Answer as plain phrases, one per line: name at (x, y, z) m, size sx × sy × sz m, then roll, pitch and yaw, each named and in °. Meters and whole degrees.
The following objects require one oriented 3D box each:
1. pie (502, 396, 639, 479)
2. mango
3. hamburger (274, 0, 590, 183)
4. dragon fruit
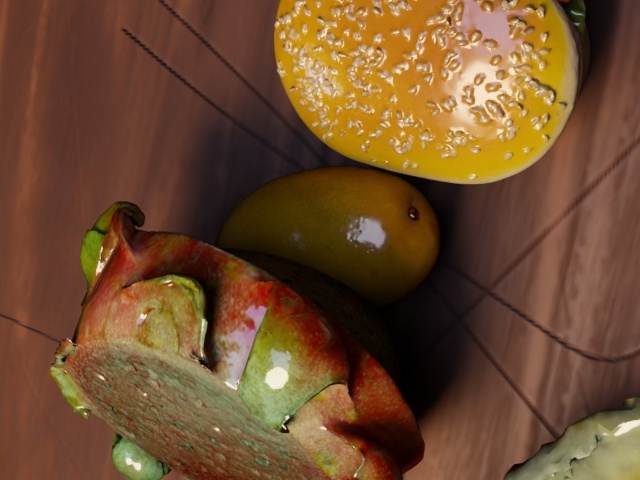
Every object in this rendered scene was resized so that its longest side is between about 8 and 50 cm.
pie at (0.260, 0.272, 0.760) m, size 0.418 × 0.180 × 0.395 m, roll -21°, pitch 81°, yaw 30°
mango at (0.000, 0.000, 0.920) m, size 0.184 × 0.085 × 0.102 m, roll -7°, pitch 112°, yaw 42°
hamburger at (0.068, -0.126, 0.853) m, size 0.210 × 0.116 × 0.173 m, roll 12°, pitch 103°, yaw 25°
dragon fruit at (-0.053, 0.093, 0.888) m, size 0.268 × 0.130 × 0.295 m, roll 42°, pitch 149°, yaw -20°
